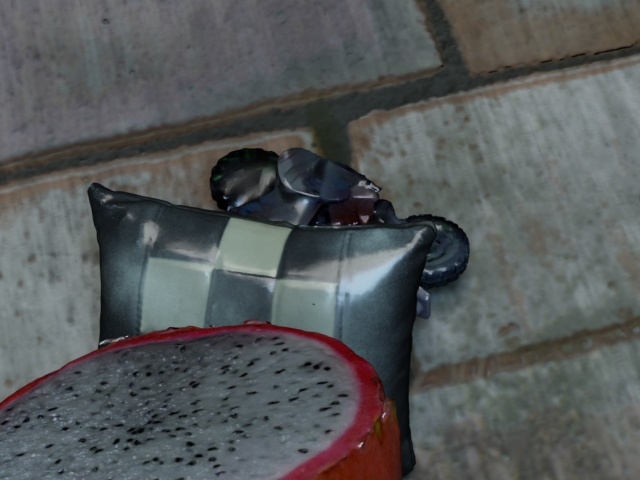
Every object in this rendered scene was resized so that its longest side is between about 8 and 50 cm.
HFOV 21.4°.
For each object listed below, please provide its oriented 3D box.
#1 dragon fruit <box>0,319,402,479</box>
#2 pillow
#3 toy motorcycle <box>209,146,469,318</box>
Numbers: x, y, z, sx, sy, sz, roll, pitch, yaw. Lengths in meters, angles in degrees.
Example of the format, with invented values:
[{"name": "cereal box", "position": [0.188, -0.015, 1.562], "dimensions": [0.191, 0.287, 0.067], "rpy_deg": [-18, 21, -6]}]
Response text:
[{"name": "dragon fruit", "position": [-0.077, 0.207, 1.028], "dimensions": [0.305, 0.226, 0.305], "rpy_deg": [-12, 20, 5]}, {"name": "pillow", "position": [-0.048, 0.060, 1.184], "dimensions": [0.249, 0.186, 0.106], "rpy_deg": [8, 16, 11]}, {"name": "toy motorcycle", "position": [0.000, 0.000, 1.257], "dimensions": [0.213, 0.082, 0.122], "rpy_deg": [21, 59, 19]}]
